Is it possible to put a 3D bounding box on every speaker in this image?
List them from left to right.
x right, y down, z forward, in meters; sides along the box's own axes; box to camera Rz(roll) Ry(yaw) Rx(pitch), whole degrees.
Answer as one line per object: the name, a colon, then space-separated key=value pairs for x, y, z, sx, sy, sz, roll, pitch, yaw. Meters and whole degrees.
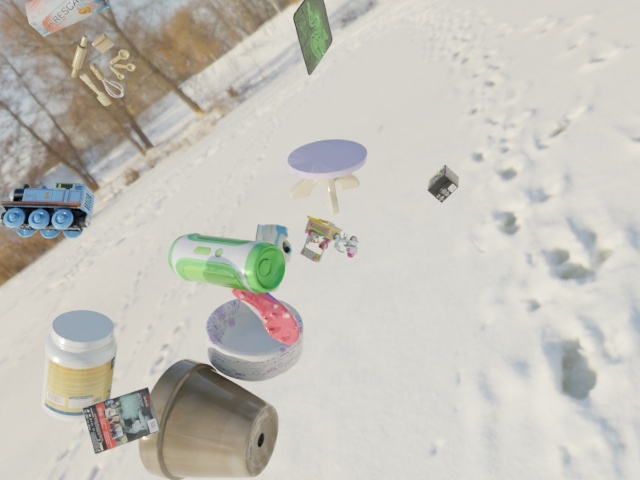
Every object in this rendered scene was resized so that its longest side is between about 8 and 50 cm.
speaker: x=-0.228 y=0.052 z=1.548 sx=0.297 sy=0.131 sz=0.131 roll=6 pitch=40 yaw=38

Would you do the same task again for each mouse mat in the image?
mouse mat: x=-0.016 y=-0.540 z=1.654 sx=0.007 sy=0.189 sz=0.152 roll=16 pitch=59 yaw=23

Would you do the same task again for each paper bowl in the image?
paper bowl: x=-0.190 y=0.299 z=1.886 sx=0.284 sy=0.148 sz=0.284 roll=1 pitch=30 yaw=0

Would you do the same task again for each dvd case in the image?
dvd case: x=-0.362 y=0.328 z=1.179 sx=0.119 sy=0.087 sz=0.013 roll=-16 pitch=3 yaw=-19

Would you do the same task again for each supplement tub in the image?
supplement tub: x=-0.509 y=0.263 z=1.363 sx=0.144 sy=0.144 sz=0.199 roll=-75 pitch=0 yaw=-67

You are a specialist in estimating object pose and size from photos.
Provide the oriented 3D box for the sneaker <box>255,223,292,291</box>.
sneaker: x=-0.124 y=0.055 z=1.772 sx=0.092 sy=0.228 sz=0.087 roll=0 pitch=41 yaw=2

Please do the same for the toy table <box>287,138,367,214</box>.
toy table: x=0.022 y=-0.228 z=2.219 sx=0.274 sy=0.161 sz=0.252 roll=-3 pitch=46 yaw=-5

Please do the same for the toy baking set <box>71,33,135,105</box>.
toy baking set: x=-0.755 y=-0.584 z=2.225 sx=0.256 sy=0.197 sz=0.030 roll=-52 pitch=28 yaw=31

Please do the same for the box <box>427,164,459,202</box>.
box: x=0.311 y=-0.144 z=1.634 sx=0.062 sy=0.052 sz=0.083 roll=-46 pitch=8 yaw=26

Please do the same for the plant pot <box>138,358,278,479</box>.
plant pot: x=-0.276 y=0.502 z=1.735 sx=0.280 sy=0.323 sz=0.323 roll=7 pitch=34 yaw=22

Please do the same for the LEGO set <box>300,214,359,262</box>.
LEGO set: x=0.000 y=0.000 z=1.827 sx=0.107 sy=0.132 sz=0.287 roll=-69 pitch=18 yaw=5

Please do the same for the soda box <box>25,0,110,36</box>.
soda box: x=-0.587 y=-0.546 z=1.501 sx=0.183 sy=0.063 sz=0.058 roll=-22 pitch=-19 yaw=6

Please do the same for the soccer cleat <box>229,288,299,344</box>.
soccer cleat: x=-0.144 y=0.167 z=1.675 sx=0.083 sy=0.248 sz=0.095 roll=-44 pitch=13 yaw=6

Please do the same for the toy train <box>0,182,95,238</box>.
toy train: x=-0.552 y=-0.063 z=1.307 sx=0.184 sy=0.105 sz=0.080 roll=2 pitch=-21 yaw=3
